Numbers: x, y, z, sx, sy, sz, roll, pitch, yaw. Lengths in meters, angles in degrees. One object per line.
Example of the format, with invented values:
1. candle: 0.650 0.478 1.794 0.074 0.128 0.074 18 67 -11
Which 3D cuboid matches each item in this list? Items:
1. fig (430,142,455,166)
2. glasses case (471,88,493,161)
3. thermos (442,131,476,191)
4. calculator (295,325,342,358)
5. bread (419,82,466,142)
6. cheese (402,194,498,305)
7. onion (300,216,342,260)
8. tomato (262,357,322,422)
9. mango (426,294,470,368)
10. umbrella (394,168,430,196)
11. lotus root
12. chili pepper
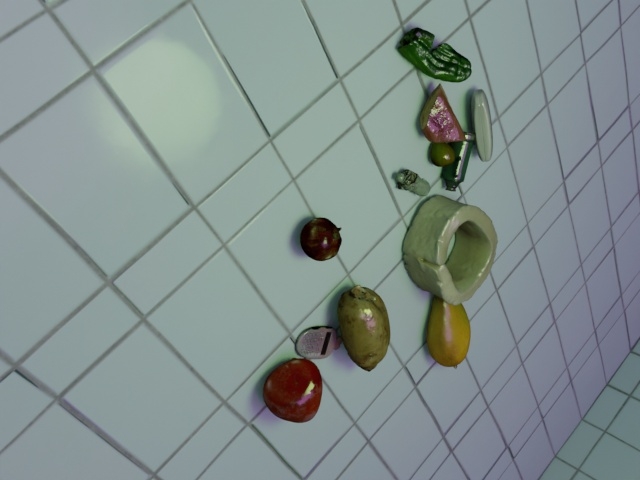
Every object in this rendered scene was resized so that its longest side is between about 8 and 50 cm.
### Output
1. fig: 0.364 -0.264 1.809 0.074 0.074 0.087 -26 103 -30
2. glasses case: 0.506 -0.357 1.878 0.092 0.059 0.233 -73 152 -55
3. thermos: 0.428 -0.244 1.861 0.073 0.083 0.187 1 107 -30
4. calculator: -0.003 0.298 1.754 0.166 0.024 0.103 9 101 -40
5. bread: 0.343 -0.346 1.745 0.119 0.067 0.192 -35 118 -4
6. cheese: 0.411 0.027 1.905 0.292 0.153 0.332 -52 130 -12
7. onion: 0.000 0.000 1.577 0.119 0.119 0.117 -38 105 -23
8. tomato: -0.064 0.421 1.668 0.187 0.151 0.186 -19 118 -40
9. mango: 0.441 0.311 2.078 0.177 0.119 0.316 -21 110 -30
10. umbrella: 0.271 -0.171 1.779 0.144 0.062 0.067 15 127 -43
11. lotus root: 0.131 0.265 1.765 0.160 0.146 0.283 -33 127 -42
12. chili pepper: 0.318 -0.504 1.669 0.254 0.083 0.099 15 96 -38
